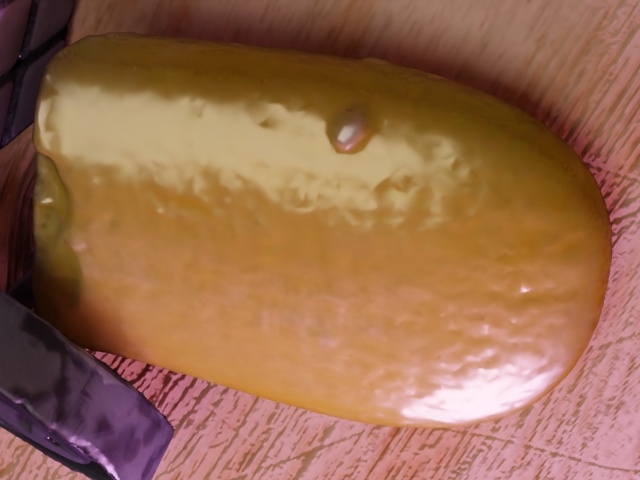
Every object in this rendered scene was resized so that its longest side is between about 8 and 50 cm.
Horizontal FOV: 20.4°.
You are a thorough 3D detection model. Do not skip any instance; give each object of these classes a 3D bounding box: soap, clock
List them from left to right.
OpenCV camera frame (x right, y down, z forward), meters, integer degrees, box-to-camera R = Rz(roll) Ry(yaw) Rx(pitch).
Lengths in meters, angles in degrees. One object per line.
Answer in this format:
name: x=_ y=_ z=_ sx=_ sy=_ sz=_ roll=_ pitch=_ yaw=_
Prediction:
clock: x=-0.263 y=0.094 z=1.408 sx=0.325 sy=0.067 sz=0.325 roll=31 pitch=166 yaw=9
soap: x=0.000 y=-0.002 z=1.319 sx=0.427 sy=0.115 sz=0.306 roll=13 pitch=119 yaw=3

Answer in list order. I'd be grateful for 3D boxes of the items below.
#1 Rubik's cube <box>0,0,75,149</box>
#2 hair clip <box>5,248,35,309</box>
Rubik's cube: x=-0.374 y=-0.223 z=1.235 sx=0.337 sy=0.344 sz=0.344 roll=26 pitch=124 yaw=8
hair clip: x=-0.164 y=-0.008 z=1.414 sx=0.137 sy=0.090 sz=0.278 roll=35 pitch=125 yaw=-9
